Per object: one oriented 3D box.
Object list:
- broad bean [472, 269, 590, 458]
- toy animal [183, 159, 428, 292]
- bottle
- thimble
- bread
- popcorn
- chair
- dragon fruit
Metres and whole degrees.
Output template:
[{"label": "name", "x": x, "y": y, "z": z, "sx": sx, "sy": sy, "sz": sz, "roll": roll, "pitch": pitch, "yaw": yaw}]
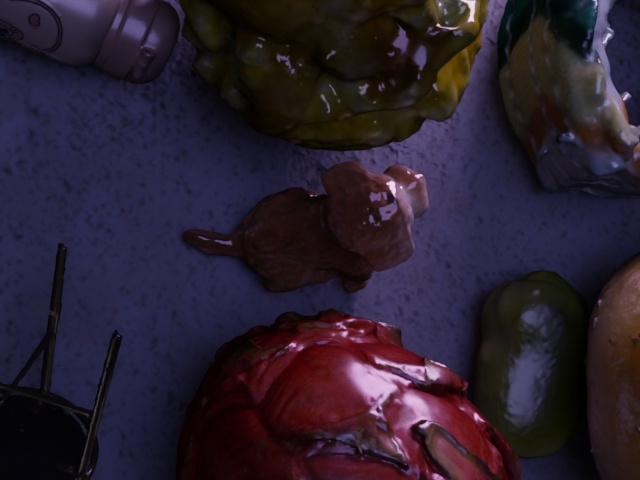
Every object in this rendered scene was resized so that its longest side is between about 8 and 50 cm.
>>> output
[{"label": "broad bean", "x": 0.199, "y": 0.115, "z": 1.427, "sx": 0.124, "sy": 0.082, "sz": 0.174, "roll": 2, "pitch": 93, "yaw": -20}, {"label": "toy animal", "x": -0.009, "y": -0.011, "z": 1.308, "sx": 0.184, "sy": 0.185, "sz": 0.104, "roll": 0, "pitch": 85, "yaw": -19}, {"label": "bottle", "x": -0.224, "y": -0.208, "z": 1.310, "sx": 0.209, "sy": 0.097, "sz": 0.110, "roll": 23, "pitch": 34, "yaw": -16}, {"label": "thimble", "x": 0.301, "y": -0.172, "z": 1.444, "sx": 0.254, "sy": 0.167, "sz": 0.288, "roll": 30, "pitch": 74, "yaw": -13}, {"label": "bread", "x": 0.375, "y": 0.139, "z": 1.412, "sx": 0.305, "sy": 0.159, "sz": 0.305, "roll": 2, "pitch": 87, "yaw": -41}, {"label": "popcorn", "x": 0.021, "y": -0.203, "z": 1.304, "sx": 0.282, "sy": 0.282, "sz": 0.247, "roll": 31, "pitch": 43, "yaw": -13}, {"label": "chair", "x": -0.250, "y": 0.179, "z": 1.235, "sx": 0.160, "sy": 0.170, "sz": 0.325, "roll": -13, "pitch": 131, "yaw": -24}, {"label": "dragon fruit", "x": 0.023, "y": 0.210, "z": 1.248, "sx": 0.277, "sy": 0.277, "sz": 0.342, "roll": -15, "pitch": 51, "yaw": -20}]
